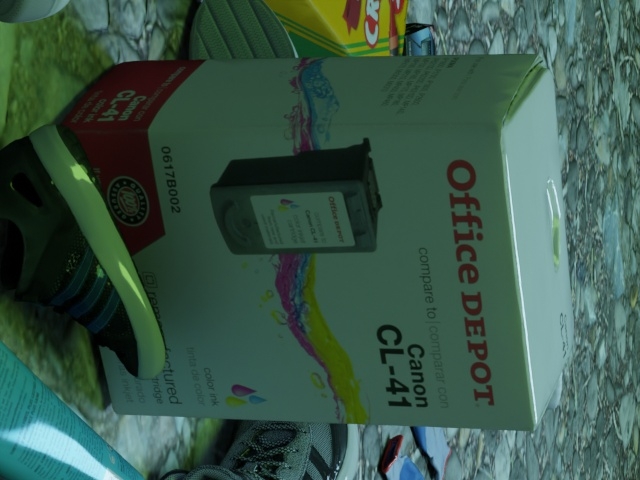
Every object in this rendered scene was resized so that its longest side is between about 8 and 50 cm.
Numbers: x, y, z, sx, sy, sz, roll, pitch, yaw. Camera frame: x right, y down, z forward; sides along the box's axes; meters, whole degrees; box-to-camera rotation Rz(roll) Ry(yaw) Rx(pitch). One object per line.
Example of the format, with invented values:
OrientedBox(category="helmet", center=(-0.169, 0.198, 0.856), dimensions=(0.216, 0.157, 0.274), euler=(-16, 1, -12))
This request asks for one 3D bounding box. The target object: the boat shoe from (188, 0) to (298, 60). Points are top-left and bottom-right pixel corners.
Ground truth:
OrientedBox(category="boat shoe", center=(-0.047, -0.078, 1.456), dimensions=(0.076, 0.083, 0.226), euler=(101, -25, -65))

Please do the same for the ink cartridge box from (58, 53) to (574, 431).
OrientedBox(category="ink cartridge box", center=(0.000, 0.000, 1.298), dimensions=(0.131, 0.306, 0.226), euler=(-53, 139, -57))

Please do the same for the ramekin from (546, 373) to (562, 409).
OrientedBox(category="ramekin", center=(0.127, 0.026, 1.768), dimensions=(0.277, 0.135, 0.277), euler=(171, -90, -89))

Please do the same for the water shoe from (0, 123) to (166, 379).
OrientedBox(category="water shoe", center=(-0.159, 0.015, 1.217), dimensions=(0.073, 0.080, 0.203), euler=(-120, -172, -51))

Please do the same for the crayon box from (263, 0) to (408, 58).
OrientedBox(category="crayon box", center=(-0.008, -0.253, 1.586), dimensions=(0.318, 0.081, 0.202), euler=(42, 52, -63))

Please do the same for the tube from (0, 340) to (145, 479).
OrientedBox(category="tube", center=(-0.176, 0.125, 1.211), dimensions=(0.207, 0.052, 0.080), euler=(52, 38, -51))

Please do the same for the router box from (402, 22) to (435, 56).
OrientedBox(category="router box", center=(0.083, -0.146, 1.890), dimensions=(0.092, 0.038, 0.122), euler=(-33, 121, -65))

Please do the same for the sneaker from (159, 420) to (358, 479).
OrientedBox(category="sneaker", center=(-0.047, 0.181, 1.466), dimensions=(0.153, 0.101, 0.268), euler=(64, 36, -55))

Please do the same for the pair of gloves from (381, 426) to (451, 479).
OrientedBox(category="pair of gloves", center=(0.104, 0.218, 1.986), dimensions=(0.159, 0.023, 0.198), euler=(72, 29, -42))

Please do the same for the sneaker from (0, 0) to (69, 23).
OrientedBox(category="sneaker", center=(-0.199, -0.205, 0.915), dimensions=(0.115, 0.105, 0.281), euler=(-37, 139, -17))
